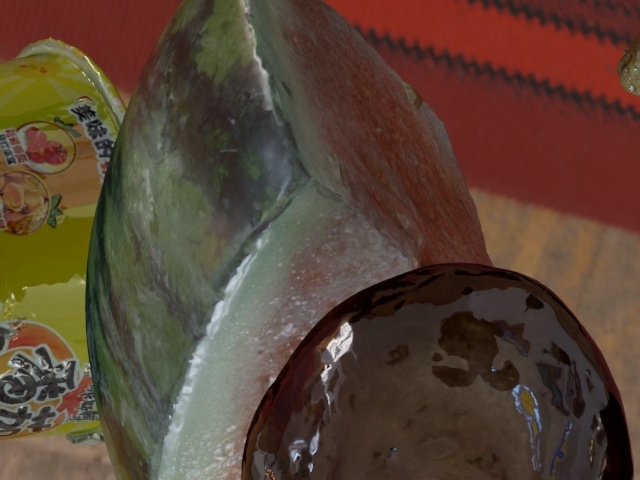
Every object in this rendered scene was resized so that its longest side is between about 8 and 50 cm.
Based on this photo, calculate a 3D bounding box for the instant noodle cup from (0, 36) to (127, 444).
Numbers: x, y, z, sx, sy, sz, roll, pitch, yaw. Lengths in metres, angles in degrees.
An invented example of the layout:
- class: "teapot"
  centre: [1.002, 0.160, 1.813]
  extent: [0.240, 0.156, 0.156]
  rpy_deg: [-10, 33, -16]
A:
- class: "instant noodle cup"
  centre: [-0.237, 0.013, 1.125]
  extent: [0.200, 0.264, 0.264]
  rpy_deg: [-8, 118, -32]

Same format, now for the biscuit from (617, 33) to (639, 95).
- class: "biscuit"
  centre: [0.405, -0.229, 1.784]
  extent: [0.335, 0.329, 0.078]
  rpy_deg: [-34, 98, 37]

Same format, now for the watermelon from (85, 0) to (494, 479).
- class: "watermelon"
  centre: [0.000, 0.000, 0.828]
  extent: [0.201, 0.213, 0.262]
  rpy_deg: [-1, 140, -17]

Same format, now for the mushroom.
- class: "mushroom"
  centre: [0.045, 0.123, 0.722]
  extent: [0.148, 0.217, 0.227]
  rpy_deg: [10, 88, 5]
